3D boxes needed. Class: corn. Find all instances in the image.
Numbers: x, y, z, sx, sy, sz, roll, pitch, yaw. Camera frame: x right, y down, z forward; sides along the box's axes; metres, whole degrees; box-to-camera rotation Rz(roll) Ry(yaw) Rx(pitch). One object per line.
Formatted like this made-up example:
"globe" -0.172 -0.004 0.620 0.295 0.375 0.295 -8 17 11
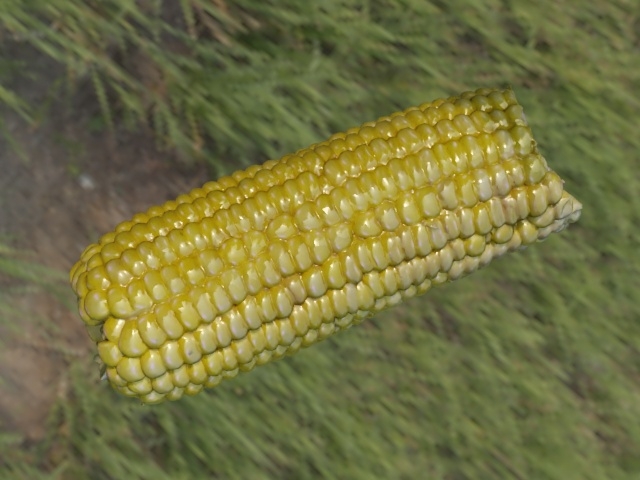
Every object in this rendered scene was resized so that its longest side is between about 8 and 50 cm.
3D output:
"corn" 0.000 0.000 0.836 0.244 0.093 0.093 -22 139 -8
